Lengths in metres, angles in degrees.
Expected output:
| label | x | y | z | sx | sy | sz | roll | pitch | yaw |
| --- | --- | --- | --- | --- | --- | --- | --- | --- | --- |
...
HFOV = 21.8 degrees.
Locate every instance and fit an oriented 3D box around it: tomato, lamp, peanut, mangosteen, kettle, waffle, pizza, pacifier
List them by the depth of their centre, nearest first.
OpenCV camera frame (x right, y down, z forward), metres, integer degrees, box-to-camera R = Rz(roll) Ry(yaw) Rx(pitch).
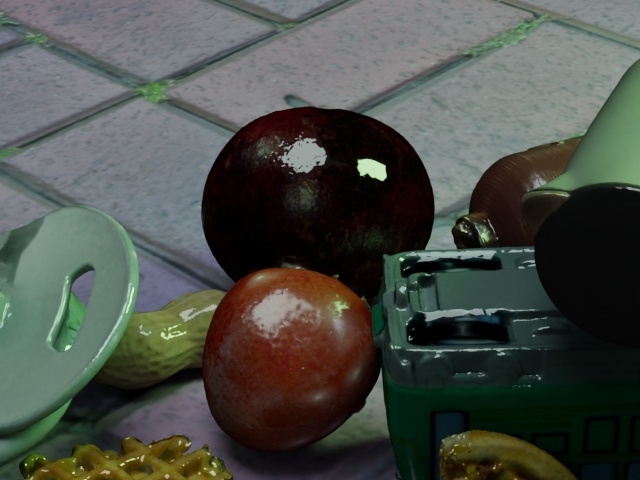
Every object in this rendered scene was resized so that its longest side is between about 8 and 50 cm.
| label | x | y | z | sx | sy | sz | roll | pitch | yaw |
| --- | --- | --- | --- | --- | --- | --- | --- | --- | --- |
| kettle | 0.294 | -0.019 | 1.301 | 0.240 | 0.165 | 0.255 | 35 | 38 | 5 |
| pizza | 0.149 | 0.226 | 1.324 | 0.175 | 0.134 | 0.046 | 27 | 12 | -23 |
| waffle | -0.168 | 0.245 | 1.376 | 0.243 | 0.058 | 0.238 | -1 | 28 | -1 |
| pacifier | -0.340 | 0.060 | 1.472 | 0.343 | 0.269 | 0.288 | -12 | 50 | 26 |
| tomato | -0.036 | 0.109 | 1.477 | 0.167 | 0.167 | 0.167 | -2 | 31 | 1 |
| peanut | -0.150 | 0.096 | 1.590 | 0.187 | 0.082 | 0.082 | -17 | 34 | -19 |
| mangosteen | 0.000 | 0.000 | 1.632 | 0.235 | 0.235 | 0.261 | -4 | 70 | -2 |
| lamp | 0.251 | -0.013 | 1.653 | 0.258 | 0.180 | 0.180 | -15 | 33 | -16 |

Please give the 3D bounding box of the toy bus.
| label | x | y | z | sx | sy | sz | roll | pitch | yaw |
| --- | --- | --- | --- | --- | --- | --- | --- | --- | --- |
| toy bus | 0.216 | 0.117 | 1.402 | 0.343 | 0.199 | 0.183 | -2 | 28 | 2 |
